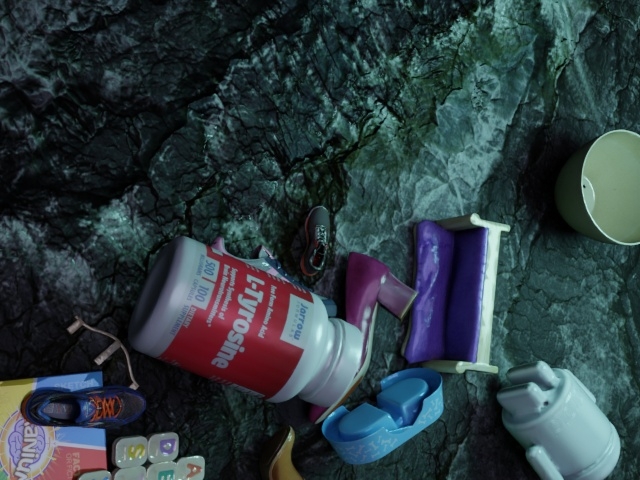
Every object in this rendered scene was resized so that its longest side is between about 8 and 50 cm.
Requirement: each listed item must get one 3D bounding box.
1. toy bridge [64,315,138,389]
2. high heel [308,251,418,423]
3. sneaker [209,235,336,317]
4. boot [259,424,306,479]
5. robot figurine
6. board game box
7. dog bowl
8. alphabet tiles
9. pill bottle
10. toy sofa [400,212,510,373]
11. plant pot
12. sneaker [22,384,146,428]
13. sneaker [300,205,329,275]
[{"bbox_3d":[-0.421,0.220,1.659,0.063,0.026,0.188,-43,103,-25],"label":"toy bridge"},{"bbox_3d":[0.043,0.212,1.859,0.181,0.127,0.377,34,74,12],"label":"high heel"},{"bbox_3d":[-0.099,0.082,1.776,0.319,0.112,0.131,16,81,-24],"label":"sneaker"},{"bbox_3d":[-0.061,0.504,1.782,0.152,0.073,0.197,29,80,-23],"label":"boot"},{"bbox_3d":[0.574,0.449,2.007,0.353,0.199,0.300,48,53,-14],"label":"robot figurine"},{"bbox_3d":[-0.562,0.374,1.557,0.316,0.064,0.242,-3,86,-25],"label":"board game box"},{"bbox_3d":[0.145,0.385,1.841,0.297,0.166,0.074,-27,109,-25],"label":"dog bowl"},{"bbox_3d":[-0.341,0.518,1.624,0.278,0.021,0.284,4,86,-42],"label":"alphabet tiles"},{"bbox_3d":[-0.136,0.170,1.603,0.407,0.229,0.229,25,75,-20],"label":"pill bottle"},{"bbox_3d":[0.312,0.124,1.944,0.177,0.150,0.363,11,81,-25],"label":"toy sofa"},{"bbox_3d":[0.704,-0.121,2.128,0.284,0.191,0.284,3,83,-26],"label":"plant pot"},{"bbox_3d":[-0.427,0.312,1.541,0.221,0.087,0.083,-1,86,-25],"label":"sneaker"},{"bbox_3d":[0.000,0.000,1.856,0.061,0.065,0.158,11,81,-24],"label":"sneaker"}]
